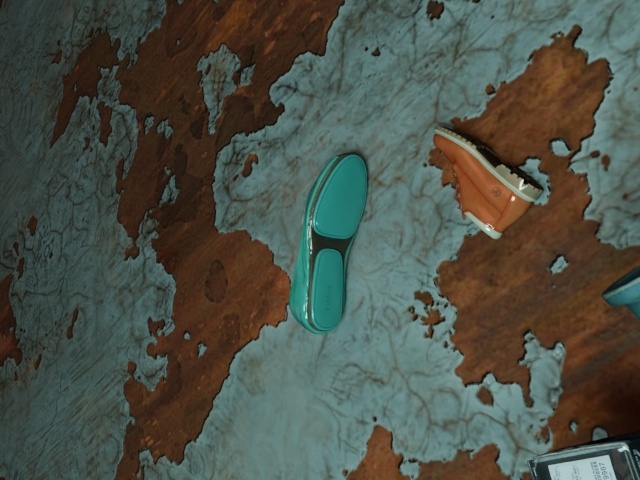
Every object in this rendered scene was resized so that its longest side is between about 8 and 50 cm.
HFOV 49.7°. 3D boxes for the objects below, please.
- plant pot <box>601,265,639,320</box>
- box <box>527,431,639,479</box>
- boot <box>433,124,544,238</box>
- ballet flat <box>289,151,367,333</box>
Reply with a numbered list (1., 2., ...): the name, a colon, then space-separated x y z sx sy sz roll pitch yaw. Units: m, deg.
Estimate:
1. plant pot: 0.402 0.081 0.381 0.341 0.341 0.334 -38 75 31
2. box: 0.283 0.297 0.512 0.076 0.242 0.308 -27 66 36
3. boot: 0.174 -0.071 0.805 0.158 0.059 0.085 50 120 35
4. ballet flat: 0.000 0.000 0.937 0.087 0.083 0.248 4 83 57
